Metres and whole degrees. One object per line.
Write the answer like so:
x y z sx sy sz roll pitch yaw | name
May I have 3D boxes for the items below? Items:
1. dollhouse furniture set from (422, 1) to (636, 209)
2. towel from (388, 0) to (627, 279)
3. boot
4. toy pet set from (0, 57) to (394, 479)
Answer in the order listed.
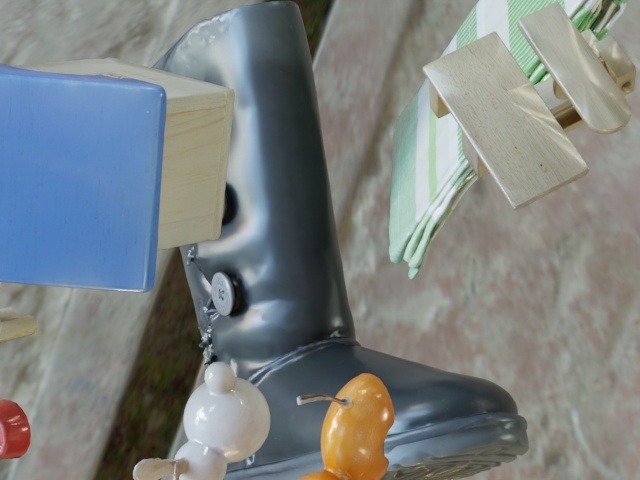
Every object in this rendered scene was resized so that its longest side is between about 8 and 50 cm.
0.167 -0.070 1.288 0.144 0.151 0.123 -27 65 -8 | dollhouse furniture set
0.153 -0.148 1.550 0.038 0.248 0.325 25 123 -14 | towel
-0.002 0.000 1.600 0.367 0.146 0.445 -20 72 44 | boot
-0.050 0.019 0.387 0.122 0.065 0.114 17 108 35 | toy pet set
